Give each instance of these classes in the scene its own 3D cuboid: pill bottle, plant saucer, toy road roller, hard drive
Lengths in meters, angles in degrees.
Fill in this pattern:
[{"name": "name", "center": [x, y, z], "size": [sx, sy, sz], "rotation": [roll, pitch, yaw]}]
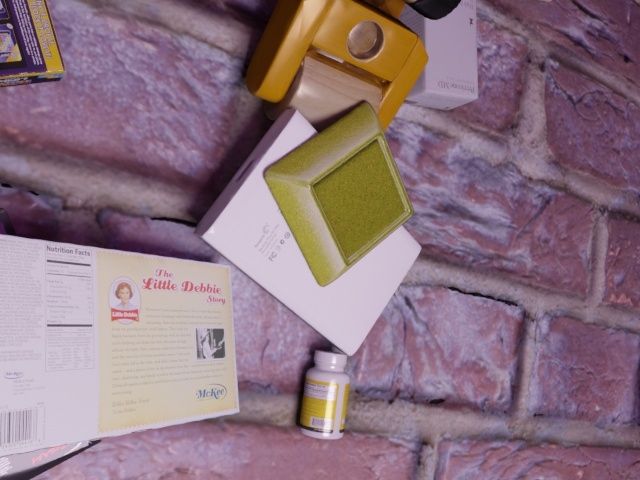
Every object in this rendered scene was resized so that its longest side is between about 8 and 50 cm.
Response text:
[{"name": "pill bottle", "center": [0.008, 0.218, 0.849], "size": [0.065, 0.065, 0.116], "rotation": [12, 82, -30]}, {"name": "plant saucer", "center": [0.044, -0.057, 0.787], "size": [0.188, 0.045, 0.188], "rotation": [-38, 120, -22]}, {"name": "toy road roller", "center": [0.030, -0.326, 0.840], "size": [0.202, 0.241, 0.330], "rotation": [15, 117, -30]}, {"name": "hard drive", "center": [0.000, 0.000, 0.823], "size": [0.307, 0.040, 0.203], "rotation": [44, 75, -34]}]

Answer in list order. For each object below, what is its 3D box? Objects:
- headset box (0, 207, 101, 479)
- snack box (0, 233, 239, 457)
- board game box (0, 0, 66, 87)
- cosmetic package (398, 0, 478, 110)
[{"name": "headset box", "center": [-0.383, 0.113, 0.588], "size": [0.218, 0.110, 0.293], "rotation": [-24, 101, -31]}, {"name": "snack box", "center": [-0.211, 0.106, 0.629], "size": [0.322, 0.060, 0.187], "rotation": [14, 68, -57]}, {"name": "board game box", "center": [-0.375, -0.254, 0.647], "size": [0.141, 0.048, 0.170], "rotation": [-17, 96, -33]}, {"name": "cosmetic package", "center": [0.189, -0.341, 0.974], "size": [0.117, 0.085, 0.231], "rotation": [-1, 87, -31]}]
